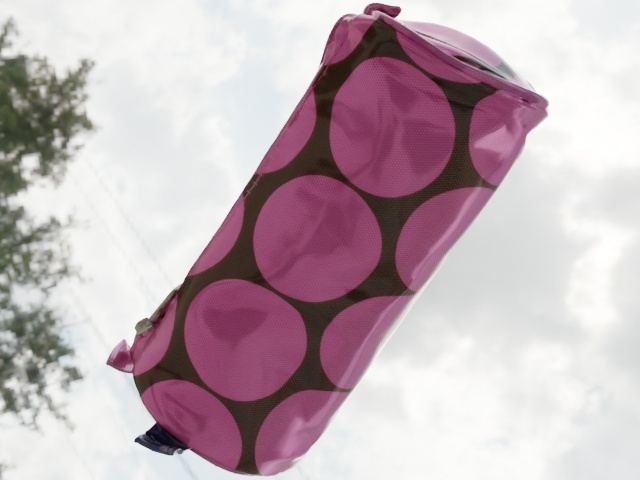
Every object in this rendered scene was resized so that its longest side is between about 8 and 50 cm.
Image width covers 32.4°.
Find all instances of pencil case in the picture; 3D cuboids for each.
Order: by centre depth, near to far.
[{"bbox_3d":[0.000,0.000,0.463,0.098,0.095,0.209,35,-75,4],"label":"pencil case"}]
